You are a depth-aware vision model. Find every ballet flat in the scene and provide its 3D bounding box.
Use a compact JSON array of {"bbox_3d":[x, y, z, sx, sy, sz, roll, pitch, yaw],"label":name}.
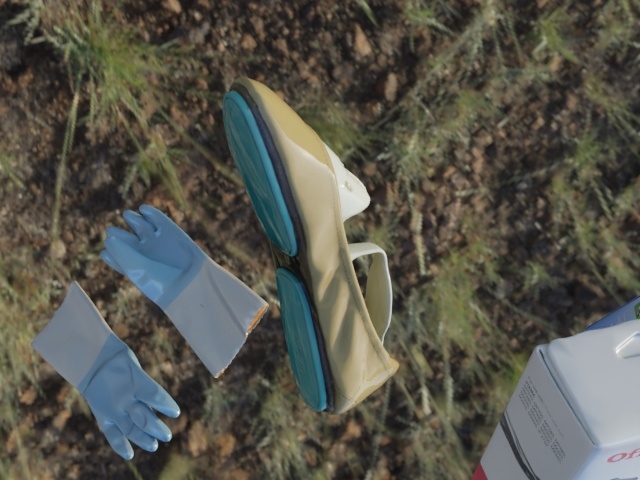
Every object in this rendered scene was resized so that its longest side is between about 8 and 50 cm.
[{"bbox_3d":[0.000,0.000,0.611,0.073,0.080,0.232,-23,122,-18],"label":"ballet flat"}]

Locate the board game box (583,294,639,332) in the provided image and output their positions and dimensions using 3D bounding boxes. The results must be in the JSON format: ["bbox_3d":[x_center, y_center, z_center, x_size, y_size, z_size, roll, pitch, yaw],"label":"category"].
[{"bbox_3d":[0.407,0.150,1.236,0.039,0.160,0.211,6,154,-18],"label":"board game box"}]

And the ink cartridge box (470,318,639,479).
[{"bbox_3d":[0.245,0.175,0.854,0.172,0.100,0.237,-11,142,-18],"label":"ink cartridge box"}]

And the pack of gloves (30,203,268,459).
[{"bbox_3d":[-0.182,0.076,0.943,0.195,0.232,0.046,-54,140,2],"label":"pack of gloves"}]
